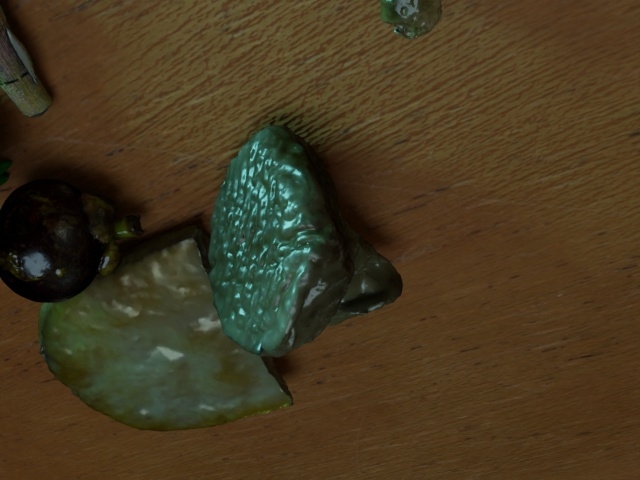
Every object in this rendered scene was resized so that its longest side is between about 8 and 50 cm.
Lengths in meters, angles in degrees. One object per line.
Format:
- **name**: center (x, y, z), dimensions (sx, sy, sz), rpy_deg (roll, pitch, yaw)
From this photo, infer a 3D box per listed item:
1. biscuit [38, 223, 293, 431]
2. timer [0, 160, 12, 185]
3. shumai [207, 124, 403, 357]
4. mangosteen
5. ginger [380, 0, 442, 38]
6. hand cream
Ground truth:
- **biscuit**: center (-0.287, 0.200, 1.215), dimensions (0.447, 0.104, 0.429), rpy_deg (-21, 124, 19)
- **timer**: center (-0.556, -0.099, 0.925), dimensions (0.286, 0.285, 0.285), rpy_deg (3, 130, 4)
- **shumai**: center (0.000, 0.000, 0.958), dimensions (0.263, 0.313, 0.267), rpy_deg (2, 177, -40)
- **mangosteen**: center (-0.383, -0.001, 1.012), dimensions (0.217, 0.192, 0.192), rpy_deg (-2, 133, -19)
- **ginger**: center (0.048, -0.379, 0.697), dimensions (0.148, 0.081, 0.333), rpy_deg (3, 121, 20)
- **hand cream**: center (-0.425, -0.248, 0.869), dimensions (0.084, 0.084, 0.203), rpy_deg (-9, 134, 14)
